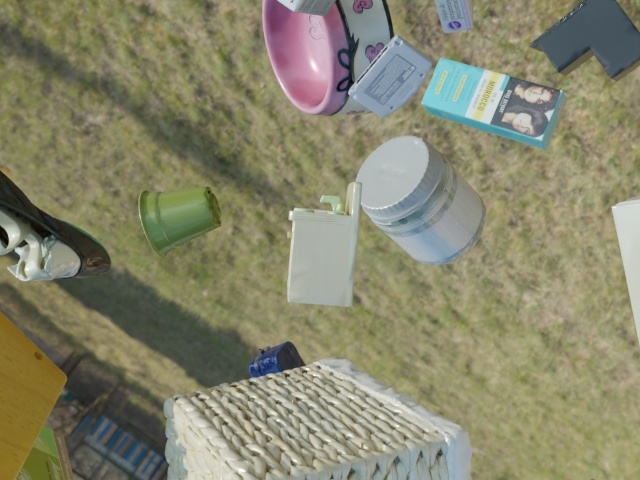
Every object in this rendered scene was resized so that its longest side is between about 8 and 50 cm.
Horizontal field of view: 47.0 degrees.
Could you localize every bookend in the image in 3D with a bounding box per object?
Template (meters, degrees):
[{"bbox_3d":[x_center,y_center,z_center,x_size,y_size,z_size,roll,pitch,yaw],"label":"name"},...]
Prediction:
[{"bbox_3d":[0.485,-0.334,1.303,0.156,0.072,0.157,-38,76,28],"label":"bookend"}]

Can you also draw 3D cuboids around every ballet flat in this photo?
[{"bbox_3d":[-0.399,-0.004,0.985,0.095,0.096,0.280,-23,135,24],"label":"ballet flat"}]

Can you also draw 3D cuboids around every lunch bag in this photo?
[{"bbox_3d":[-0.064,0.205,1.120,0.065,0.067,0.098,-28,93,27],"label":"lunch bag"}]

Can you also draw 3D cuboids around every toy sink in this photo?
[{"bbox_3d":[0.000,0.000,1.420,0.131,0.234,0.153,5,-178,-3],"label":"toy sink"}]

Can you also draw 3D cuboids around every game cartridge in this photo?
[{"bbox_3d":[0.075,-0.169,0.770,0.056,0.017,0.083,33,127,-17],"label":"game cartridge"}]

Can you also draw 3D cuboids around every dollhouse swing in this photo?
[{"bbox_3d":[-0.560,0.300,0.994,0.305,0.347,0.315,-32,111,15],"label":"dollhouse swing"}]

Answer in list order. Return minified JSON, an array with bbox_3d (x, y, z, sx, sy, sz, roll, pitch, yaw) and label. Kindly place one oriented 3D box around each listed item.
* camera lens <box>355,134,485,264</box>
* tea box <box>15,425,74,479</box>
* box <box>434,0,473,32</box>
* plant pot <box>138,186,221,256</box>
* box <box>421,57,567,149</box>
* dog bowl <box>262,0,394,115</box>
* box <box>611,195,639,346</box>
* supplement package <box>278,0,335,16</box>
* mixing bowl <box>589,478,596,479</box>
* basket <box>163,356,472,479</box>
[{"bbox_3d":[0.237,-0.086,1.712,0.219,0.219,0.274,6,156,46],"label":"camera lens"},{"bbox_3d":[-0.690,0.491,1.378,0.220,0.329,0.323,54,-177,41],"label":"tea box"},{"bbox_3d":[0.235,-0.522,1.395,0.063,0.067,0.324,-2,157,21],"label":"box"},{"bbox_3d":[-0.164,-0.031,0.885,0.079,0.083,0.083,-16,139,7],"label":"plant pot"},{"bbox_3d":[0.321,-0.257,1.374,0.244,0.100,0.060,23,180,26],"label":"box"},{"bbox_3d":[0.001,-0.479,1.738,0.408,0.150,0.408,48,150,40],"label":"dog bowl"},{"bbox_3d":[0.478,0.048,0.938,0.127,0.148,0.232,-10,93,41],"label":"box"},{"bbox_3d":[-0.055,-0.544,1.395,0.194,0.203,0.149,37,111,5],"label":"supplement package"},{"bbox_3d":[0.311,0.399,0.934,0.098,0.181,0.181,-12,132,26],"label":"mixing bowl"},{"bbox_3d":[-0.022,0.344,0.874,0.266,0.328,0.331,-3,-172,-25],"label":"basket"}]
